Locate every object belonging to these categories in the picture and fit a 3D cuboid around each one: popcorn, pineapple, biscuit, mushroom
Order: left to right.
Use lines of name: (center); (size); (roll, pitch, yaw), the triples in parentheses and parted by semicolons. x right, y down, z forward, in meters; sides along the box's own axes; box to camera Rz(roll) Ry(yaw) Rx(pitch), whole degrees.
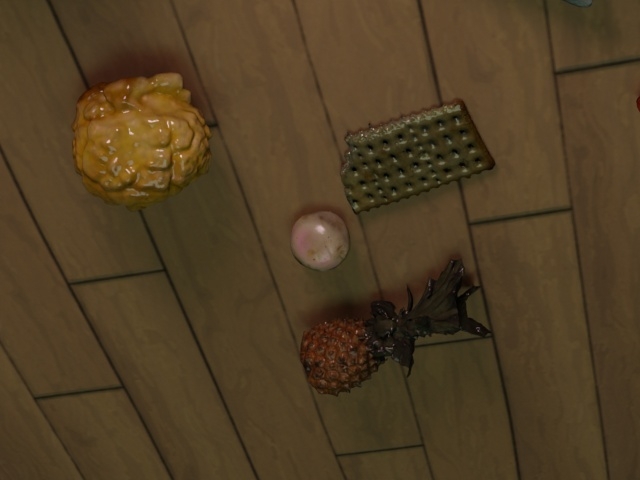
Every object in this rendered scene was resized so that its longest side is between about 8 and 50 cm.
popcorn: (-0.219, -0.124, 1.867); (0.180, 0.170, 0.180); (11, 152, 6)
mushroom: (0.000, 0.000, 2.062); (0.083, 0.067, 0.084); (2, 102, 7)
pineapple: (0.106, 0.127, 2.173); (0.277, 0.130, 0.119); (-24, 103, 26)
biscuit: (0.113, -0.108, 1.980); (0.203, 0.016, 0.144); (-17, 135, 16)

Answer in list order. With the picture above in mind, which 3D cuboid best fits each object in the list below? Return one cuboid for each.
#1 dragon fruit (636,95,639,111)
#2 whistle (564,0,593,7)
dragon fruit: (0.451, -0.114, 1.852); (0.092, 0.192, 0.122); (-22, 148, 13)
whistle: (0.174, -0.338, 1.696); (0.312, 0.062, 0.062); (18, 134, -20)
